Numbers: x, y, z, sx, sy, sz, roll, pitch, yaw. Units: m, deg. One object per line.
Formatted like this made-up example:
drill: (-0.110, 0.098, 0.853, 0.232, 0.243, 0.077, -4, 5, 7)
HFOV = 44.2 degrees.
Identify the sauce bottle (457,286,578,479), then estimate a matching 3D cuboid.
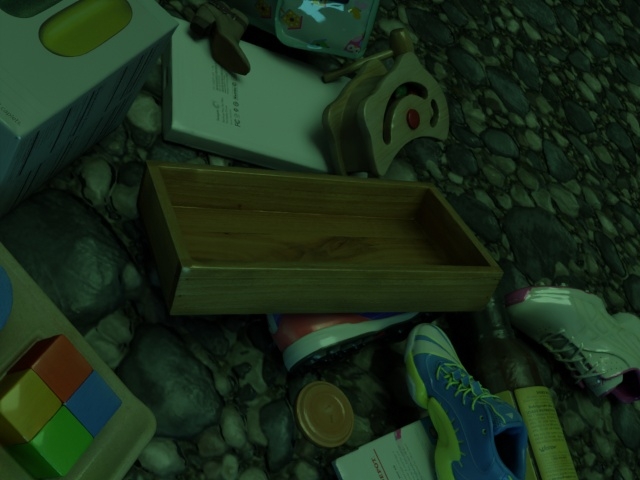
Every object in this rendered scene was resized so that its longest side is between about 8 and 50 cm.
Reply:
sauce bottle: (0.263, 0.228, 1.071, 0.111, 0.111, 0.344, 8, 58, -33)

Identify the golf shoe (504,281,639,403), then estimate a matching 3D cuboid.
golf shoe: (0.410, 0.161, 1.228, 0.306, 0.115, 0.140, 20, 55, -24)

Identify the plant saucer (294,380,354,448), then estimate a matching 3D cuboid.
plant saucer: (0.006, 0.211, 0.960, 0.083, 0.013, 0.083, 18, 53, -26)

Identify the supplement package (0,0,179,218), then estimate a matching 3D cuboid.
supplement package: (-0.331, -0.183, 0.839, 0.199, 0.198, 0.262, 42, 45, -6)

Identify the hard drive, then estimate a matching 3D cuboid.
hard drive: (-0.079, -0.195, 1.146, 0.308, 0.040, 0.203, 13, 55, -30)

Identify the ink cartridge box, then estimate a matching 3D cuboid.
ink cartridge box: (0.086, 0.285, 0.935, 0.181, 0.061, 0.104, -10, 69, -42)

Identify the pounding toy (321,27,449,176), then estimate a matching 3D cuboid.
pounding toy: (0.086, -0.188, 1.186, 0.269, 0.155, 0.154, -53, 127, -35)

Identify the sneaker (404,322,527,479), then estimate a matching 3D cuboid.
sneaker: (0.183, 0.195, 0.936, 0.091, 0.126, 0.240, 4, 60, -38)

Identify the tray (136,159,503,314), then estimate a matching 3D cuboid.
tray: (0.000, 0.000, 0.969, 0.411, 0.076, 0.203, 3, 36, -27)

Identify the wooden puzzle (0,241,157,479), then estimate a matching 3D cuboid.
wooden puzzle: (-0.324, 0.147, 0.662, 0.348, 0.080, 0.322, 52, 44, -17)

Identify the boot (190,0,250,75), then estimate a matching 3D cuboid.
boot: (-0.127, -0.293, 1.119, 0.118, 0.042, 0.087, 44, 43, -5)

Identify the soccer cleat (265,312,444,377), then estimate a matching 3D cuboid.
soccer cleat: (0.067, 0.078, 1.033, 0.318, 0.108, 0.116, -14, 66, -39)

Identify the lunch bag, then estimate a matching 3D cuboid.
lunch bag: (-0.019, -0.409, 1.149, 0.262, 0.223, 0.160, 34, 42, 22)
